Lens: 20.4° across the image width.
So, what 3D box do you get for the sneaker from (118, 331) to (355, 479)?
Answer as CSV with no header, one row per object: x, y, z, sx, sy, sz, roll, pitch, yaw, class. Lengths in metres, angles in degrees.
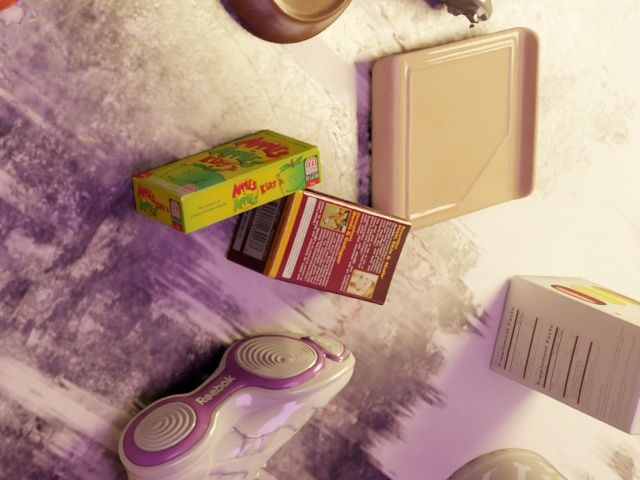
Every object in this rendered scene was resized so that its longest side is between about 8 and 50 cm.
-0.093,0.207,2.002,0.305,0.114,0.152,-28,136,-26,sneaker

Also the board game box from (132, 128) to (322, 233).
-0.098,-0.065,1.889,0.181,0.092,0.043,-22,118,-34,board game box

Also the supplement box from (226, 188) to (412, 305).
0.000,0.000,2.005,0.188,0.081,0.104,15,95,-43,supplement box

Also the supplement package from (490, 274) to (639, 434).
0.357,0.141,2.254,0.139,0.244,0.133,3,104,-42,supplement package

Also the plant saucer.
-0.017,-0.305,1.910,0.199,0.036,0.198,-15,114,-36,plant saucer

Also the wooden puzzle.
0.158,-0.133,2.126,0.239,0.044,0.221,-14,115,-32,wooden puzzle

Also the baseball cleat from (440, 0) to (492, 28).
0.147,-0.331,2.019,0.206,0.072,0.109,37,74,-46,baseball cleat

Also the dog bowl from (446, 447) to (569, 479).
0.249,0.457,2.376,0.349,0.102,0.348,-16,116,-37,dog bowl

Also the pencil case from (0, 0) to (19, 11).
-0.339,-0.312,1.588,0.104,0.104,0.236,-46,131,-19,pencil case
